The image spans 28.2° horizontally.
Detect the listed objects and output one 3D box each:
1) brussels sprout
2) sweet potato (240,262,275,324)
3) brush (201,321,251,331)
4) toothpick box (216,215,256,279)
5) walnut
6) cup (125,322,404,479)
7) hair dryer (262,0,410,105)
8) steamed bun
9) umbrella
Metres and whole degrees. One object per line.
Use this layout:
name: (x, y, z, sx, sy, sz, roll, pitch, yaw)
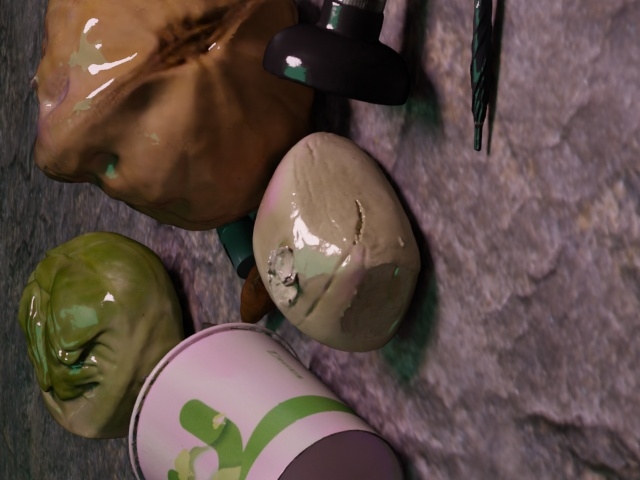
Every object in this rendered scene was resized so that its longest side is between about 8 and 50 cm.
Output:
brussels sprout: (-0.348, 0.144, 2.039, 0.328, 0.247, 0.328, 180, 90, -66)
sweet potato: (-0.065, 0.051, 1.644, 0.058, 0.055, 0.202, 42, 141, 4)
brush: (-0.142, 0.140, 1.848, 0.190, 0.027, 0.034, 2, 97, 63)
toothpick box: (-0.104, 0.007, 1.720, 0.083, 0.052, 0.052, 61, 145, 39)
walnut: (-0.174, -0.177, 1.531, 0.383, 0.383, 0.384, 17, 109, 63)
cup: (-0.054, 0.255, 1.465, 0.274, 0.253, 0.253, 27, 118, 52)
hair dryer: (0.042, -0.315, 1.366, 0.284, 0.155, 0.320, -126, 49, -80)
steamed bun: (0.000, 0.000, 1.386, 0.239, 0.152, 0.170, 60, 144, 38)
umbrella: (0.145, -0.217, 1.183, 0.044, 0.044, 0.269, -72, -13, -74)
